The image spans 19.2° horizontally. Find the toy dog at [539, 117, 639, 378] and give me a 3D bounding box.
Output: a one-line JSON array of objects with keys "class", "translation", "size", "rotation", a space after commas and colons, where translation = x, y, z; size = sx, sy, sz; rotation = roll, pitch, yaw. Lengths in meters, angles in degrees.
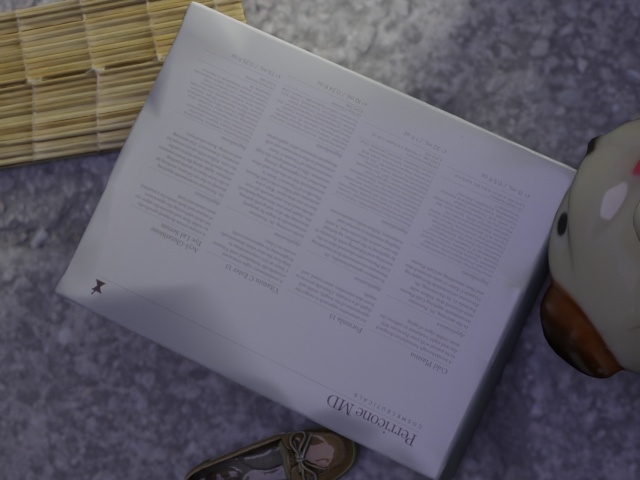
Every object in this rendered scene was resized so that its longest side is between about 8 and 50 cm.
[{"class": "toy dog", "translation": [0.362, 0.033, 1.432], "size": [0.408, 0.395, 0.284], "rotation": [26, 77, 35]}]

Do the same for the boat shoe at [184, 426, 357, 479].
[{"class": "boat shoe", "translation": [-0.043, 0.198, 1.659], "size": [0.153, 0.048, 0.056], "rotation": [-11, 81, 15]}]

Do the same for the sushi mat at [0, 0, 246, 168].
[{"class": "sushi mat", "translation": [-0.213, -0.155, 1.767], "size": [0.317, 0.019, 0.151], "rotation": [-8, 80, 15]}]

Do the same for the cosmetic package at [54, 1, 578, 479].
[{"class": "cosmetic package", "translation": [0.000, 0.000, 1.632], "size": [0.377, 0.097, 0.284], "rotation": [26, 88, 14]}]
